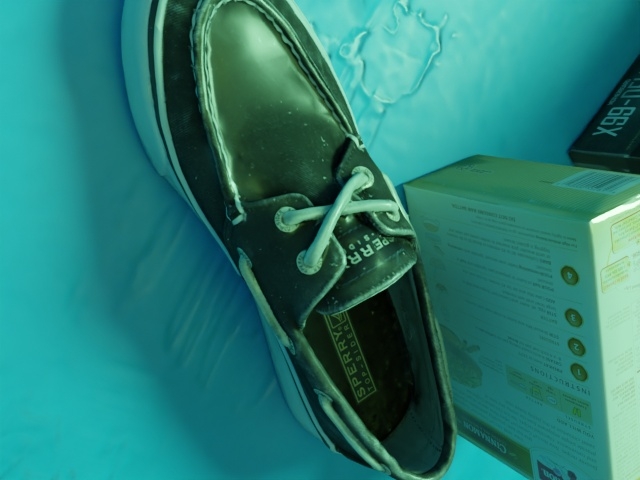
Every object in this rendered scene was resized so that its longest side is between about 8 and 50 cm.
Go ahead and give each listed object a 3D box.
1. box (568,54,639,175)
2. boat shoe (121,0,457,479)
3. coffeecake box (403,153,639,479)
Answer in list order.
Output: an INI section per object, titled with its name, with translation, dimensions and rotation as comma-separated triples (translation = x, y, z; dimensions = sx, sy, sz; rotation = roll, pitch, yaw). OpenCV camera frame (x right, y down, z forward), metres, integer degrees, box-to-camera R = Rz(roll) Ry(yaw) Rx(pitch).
[box]
translation = 0.353, -0.134, 0.449
dimensions = 0.307, 0.242, 0.076
rotation = -51, 121, -13
[boat shoe]
translation = 0.000, 0.000, 0.345
dimensions = 0.108, 0.102, 0.301
rotation = -28, 114, -23
[coffeecake box]
translation = 0.132, 0.052, 0.413
dimensions = 0.068, 0.142, 0.185
rotation = -22, 112, -25
